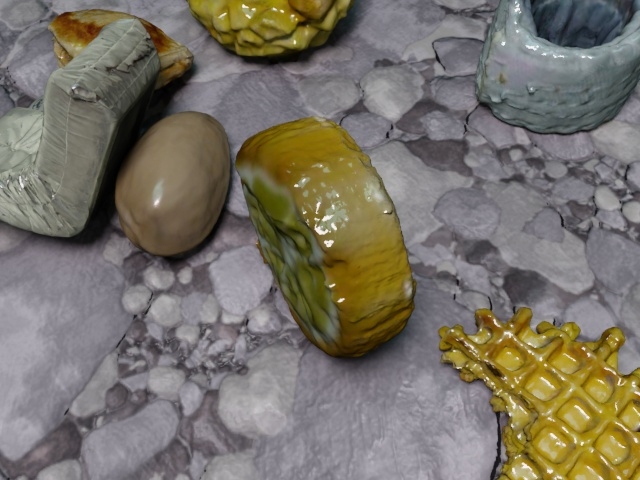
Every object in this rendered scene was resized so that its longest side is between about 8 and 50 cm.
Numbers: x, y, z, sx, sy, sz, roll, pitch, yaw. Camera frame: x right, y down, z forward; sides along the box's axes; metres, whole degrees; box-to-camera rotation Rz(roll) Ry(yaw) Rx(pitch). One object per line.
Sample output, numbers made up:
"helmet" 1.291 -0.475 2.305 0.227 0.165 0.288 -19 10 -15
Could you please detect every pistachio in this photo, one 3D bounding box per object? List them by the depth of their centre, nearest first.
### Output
"pistachio" -0.185 -0.078 0.781 0.135 0.136 0.226 6 51 6

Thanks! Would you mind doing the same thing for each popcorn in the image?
"popcorn" -0.082 -0.400 0.908 0.286 0.215 0.252 13 68 15

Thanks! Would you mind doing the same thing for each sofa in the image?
"sofa" -0.316 -0.150 0.730 0.175 0.225 0.210 24 37 -11

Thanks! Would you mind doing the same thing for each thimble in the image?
"thimble" 0.333 -0.266 0.829 0.249 0.172 0.205 -19 63 -10

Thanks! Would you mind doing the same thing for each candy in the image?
"candy" 0.000 0.000 0.647 0.117 0.260 0.260 -23 61 -14

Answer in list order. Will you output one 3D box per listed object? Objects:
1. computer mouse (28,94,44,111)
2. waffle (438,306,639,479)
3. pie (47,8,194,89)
"computer mouse" -0.349 -0.182 0.884 0.181 0.056 0.089 -1 65 2
"waffle" 0.238 0.207 0.622 0.259 0.069 0.293 5 62 7
"pie" -0.293 -0.282 0.901 0.205 0.084 0.178 39 48 22
